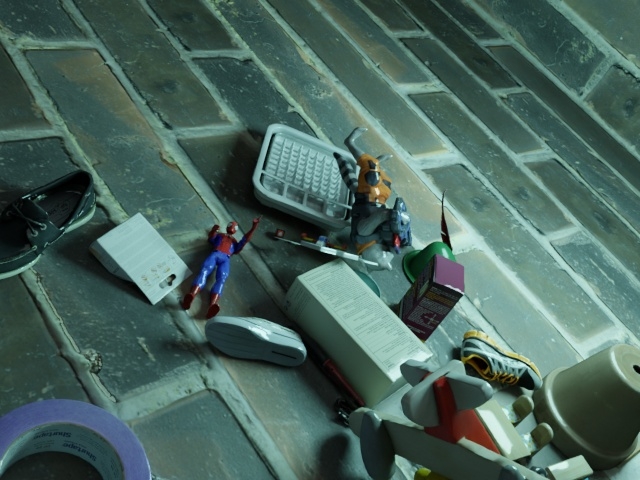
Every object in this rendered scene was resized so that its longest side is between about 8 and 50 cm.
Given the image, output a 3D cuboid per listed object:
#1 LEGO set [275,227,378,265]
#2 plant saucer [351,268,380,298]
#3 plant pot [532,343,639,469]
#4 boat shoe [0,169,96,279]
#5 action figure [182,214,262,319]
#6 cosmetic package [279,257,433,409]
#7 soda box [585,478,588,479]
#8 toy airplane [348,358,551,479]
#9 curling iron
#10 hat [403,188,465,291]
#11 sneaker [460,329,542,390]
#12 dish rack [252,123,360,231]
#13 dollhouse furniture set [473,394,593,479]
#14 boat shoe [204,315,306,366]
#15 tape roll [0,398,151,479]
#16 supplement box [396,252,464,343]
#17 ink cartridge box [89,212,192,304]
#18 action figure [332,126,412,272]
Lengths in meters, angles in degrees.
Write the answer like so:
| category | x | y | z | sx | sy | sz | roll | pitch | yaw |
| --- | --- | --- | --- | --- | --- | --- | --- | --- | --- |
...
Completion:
| category | x | y | z | sx | sy | sz | roll | pitch | yaw |
| --- | --- | --- | --- | --- | --- | --- | --- | --- | --- |
| LEGO set | 0.000 | 0.000 | 1.839 | 0.183 | 0.060 | 0.244 | 15 | 0 | -38 |
| plant saucer | 0.087 | 0.119 | 1.876 | 0.119 | 0.021 | 0.119 | 18 | 39 | -15 |
| plant pot | 0.664 | 0.362 | 1.817 | 0.263 | 0.229 | 0.263 | 17 | 40 | -15 |
| boat shoe | -0.567 | -0.044 | 1.560 | 0.127 | 0.113 | 0.340 | 39 | 39 | 10 |
| action figure | -0.210 | 0.025 | 1.703 | 0.092 | 0.139 | 0.280 | 25 | 36 | -9 |
| cosmetic package | 0.075 | 0.197 | 1.712 | 0.160 | 0.113 | 0.309 | -21 | 62 | -45 |
| soda box | 0.530 | 0.580 | 1.620 | 0.071 | 0.067 | 0.210 | 17 | 41 | -16 |
| toy airplane | 0.224 | 0.400 | 1.376 | 0.384 | 0.386 | 0.272 | 38 | 65 | 10 |
| curling iron | 0.011 | 0.273 | 1.647 | 0.068 | 0.035 | 0.274 | -11 | 54 | -40 |
| hat | 0.323 | 0.025 | 1.999 | 0.208 | 0.183 | 0.173 | 40 | 40 | 12 |
| sneaker | 0.423 | 0.302 | 1.856 | 0.215 | 0.084 | 0.083 | 30 | 51 | 5 |
| dish rack | -0.038 | -0.157 | 2.059 | 0.286 | 0.072 | 0.332 | 21 | 39 | -10 |
| dollhouse furniture set | 0.417 | 0.430 | 1.635 | 0.212 | 0.161 | 0.242 | -4 | 50 | -36 |
| boat shoe | -0.137 | 0.198 | 1.614 | 0.226 | 0.083 | 0.075 | 25 | 25 | -25 |
| tape roll | -0.408 | 0.386 | 1.212 | 0.275 | 0.090 | 0.274 | 18 | 40 | -16 |
| supplement box | 0.256 | 0.137 | 1.830 | 0.081 | 0.188 | 0.104 | 24 | 39 | -9 |
| ink cartridge box | -0.379 | 0.043 | 1.662 | 0.179 | 0.045 | 0.145 | 51 | 39 | -4 |
| action figure | 0.135 | -0.072 | 1.958 | 0.179 | 0.341 | 0.330 | -7 | 71 | 9 |
